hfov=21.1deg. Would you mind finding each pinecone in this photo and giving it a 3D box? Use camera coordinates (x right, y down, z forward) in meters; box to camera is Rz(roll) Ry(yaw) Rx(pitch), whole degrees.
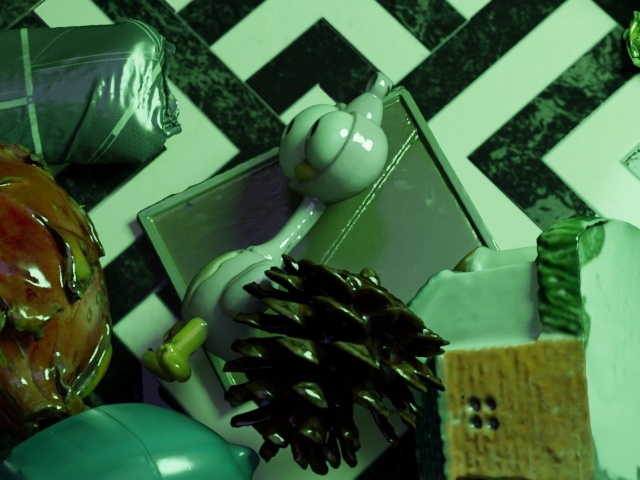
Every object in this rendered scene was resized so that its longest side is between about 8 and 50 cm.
[{"bbox_3d":[0.007,0.113,1.509,0.207,0.208,0.208,-1,71,2],"label":"pinecone"}]

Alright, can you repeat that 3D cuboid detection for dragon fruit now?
[{"bbox_3d":[-0.308,0.054,1.621,0.250,0.250,0.315,-25,79,-7],"label":"dragon fruit"}]

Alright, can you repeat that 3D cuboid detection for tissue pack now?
[{"bbox_3d":[-0.148,0.289,1.508,0.206,0.198,0.287,-18,106,-24],"label":"tissue pack"}]

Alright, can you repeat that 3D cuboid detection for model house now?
[{"bbox_3d":[0.167,0.124,1.631,0.301,0.190,0.271,-6,86,30],"label":"model house"}]

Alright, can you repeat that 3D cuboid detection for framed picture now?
[{"bbox_3d":[0.000,0.000,1.739,0.315,0.024,0.232,-26,72,-6],"label":"framed picture"}]

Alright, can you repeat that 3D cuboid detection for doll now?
[{"bbox_3d":[-0.036,-0.012,1.651,0.094,0.160,0.365,35,78,-10],"label":"doll"}]

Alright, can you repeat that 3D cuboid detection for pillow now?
[{"bbox_3d":[-0.311,-0.140,1.761,0.335,0.092,0.161,-5,74,1],"label":"pillow"}]

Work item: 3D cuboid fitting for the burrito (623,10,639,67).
[{"bbox_3d":[0.427,-0.137,1.757,0.288,0.054,0.104,35,77,11],"label":"burrito"}]
